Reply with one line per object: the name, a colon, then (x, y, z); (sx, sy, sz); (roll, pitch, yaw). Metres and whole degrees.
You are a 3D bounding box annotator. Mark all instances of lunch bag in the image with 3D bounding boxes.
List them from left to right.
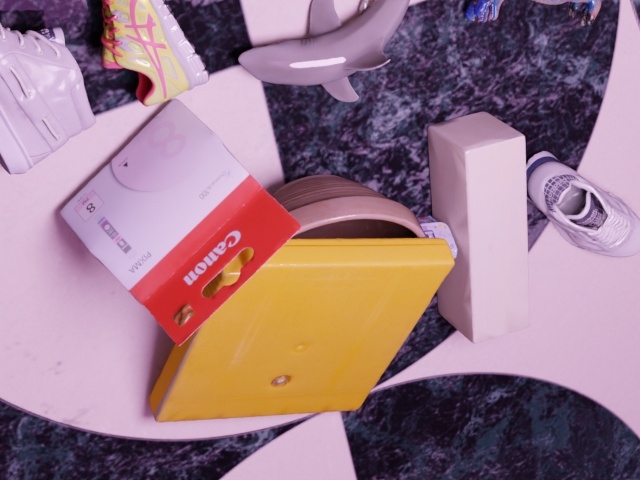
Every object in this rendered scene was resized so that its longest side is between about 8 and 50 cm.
lunch bag: (0.125, 0.001, 1.726); (0.071, 0.083, 0.053); (-3, 114, -23)

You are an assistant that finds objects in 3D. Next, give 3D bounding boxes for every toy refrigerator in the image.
toy refrigerator: (0.206, -0.017, 1.747); (0.094, 0.102, 0.270); (-16, 117, -18)

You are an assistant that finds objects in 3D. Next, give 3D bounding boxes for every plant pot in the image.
plant pot: (0.000, 0.000, 1.627); (0.237, 0.110, 0.237); (-12, 146, -8)

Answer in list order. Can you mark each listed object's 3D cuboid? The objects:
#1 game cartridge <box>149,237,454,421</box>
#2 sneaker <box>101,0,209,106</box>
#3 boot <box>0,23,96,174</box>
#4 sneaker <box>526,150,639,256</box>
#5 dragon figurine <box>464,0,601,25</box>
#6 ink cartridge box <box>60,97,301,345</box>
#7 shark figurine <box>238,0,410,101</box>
game cartridge: (-0.029, 0.107, 1.634); (0.285, 0.053, 0.324); (0, 141, -26)
sneaker: (-0.204, -0.227, 1.472); (0.094, 0.081, 0.208); (-35, 123, -5)
boot: (-0.329, -0.198, 1.429); (0.123, 0.095, 0.258); (-34, 131, -15)
sneaker: (0.360, -0.029, 1.819); (0.235, 0.095, 0.090); (27, 98, -33)
dragon figurine: (0.292, -0.353, 1.617); (0.144, 0.085, 0.289); (30, 108, -23)
ink cartridge box: (-0.157, -0.026, 1.493); (0.189, 0.232, 0.066); (-44, 136, -2)
shark figurine: (0.061, -0.248, 1.570); (0.278, 0.116, 0.166); (-47, 125, 2)
